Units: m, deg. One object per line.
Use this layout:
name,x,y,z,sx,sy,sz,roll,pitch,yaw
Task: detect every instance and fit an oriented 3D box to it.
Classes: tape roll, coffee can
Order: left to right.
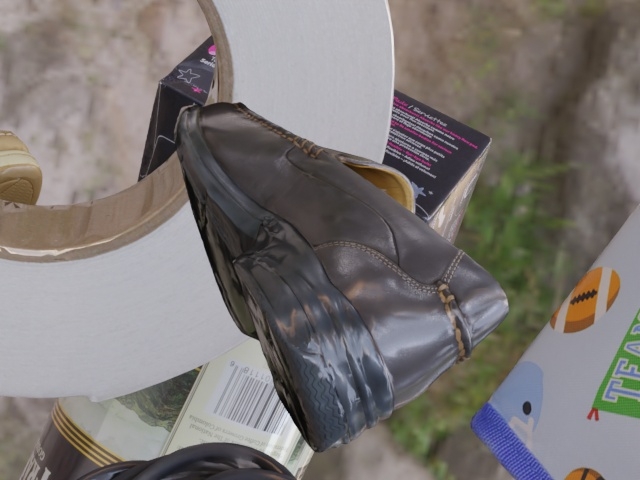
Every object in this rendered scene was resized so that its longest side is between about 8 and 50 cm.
tape roll,-0.153,-0.095,1.011,0.072,0.392,0.392,-103,-170,-67
coffee can,-0.106,0.149,1.413,0.201,0.201,0.275,12,106,-62

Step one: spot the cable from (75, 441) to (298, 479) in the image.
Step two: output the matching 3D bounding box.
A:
cable,-0.058,0.143,0.672,0.047,0.185,0.150,54,29,-41

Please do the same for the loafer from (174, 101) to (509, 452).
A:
loafer,0.000,0.000,0.537,0.061,0.170,0.062,-21,123,-8

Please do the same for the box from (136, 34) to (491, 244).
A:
box,-0.009,-0.049,1.527,0.142,0.247,0.163,-48,161,-47

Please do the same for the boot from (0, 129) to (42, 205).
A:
boot,-0.293,-0.071,1.264,0.095,0.262,0.203,-6,71,-38

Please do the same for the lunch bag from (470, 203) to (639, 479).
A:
lunch bag,0.311,0.102,0.865,0.239,0.385,0.327,25,105,-34
